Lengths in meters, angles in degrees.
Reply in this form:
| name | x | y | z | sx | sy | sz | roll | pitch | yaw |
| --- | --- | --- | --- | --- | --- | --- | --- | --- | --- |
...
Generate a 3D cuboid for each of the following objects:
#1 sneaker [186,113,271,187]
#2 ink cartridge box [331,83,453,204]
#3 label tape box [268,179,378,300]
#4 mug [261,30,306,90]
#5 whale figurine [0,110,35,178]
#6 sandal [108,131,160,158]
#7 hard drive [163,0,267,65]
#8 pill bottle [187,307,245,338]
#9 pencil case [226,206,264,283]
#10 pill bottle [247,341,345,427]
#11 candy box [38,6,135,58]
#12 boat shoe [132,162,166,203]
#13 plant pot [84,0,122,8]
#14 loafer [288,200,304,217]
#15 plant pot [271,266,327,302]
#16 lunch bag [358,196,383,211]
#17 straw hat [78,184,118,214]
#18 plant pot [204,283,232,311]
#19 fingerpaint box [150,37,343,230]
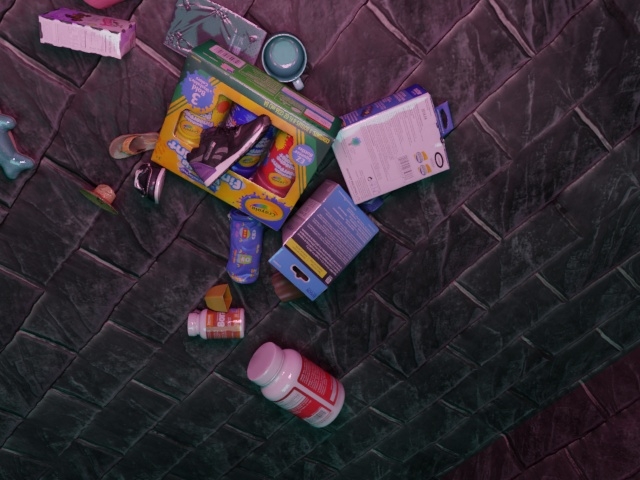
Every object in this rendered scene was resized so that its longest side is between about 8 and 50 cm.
| name | x | y | z | sx | sy | sz | roll | pitch | yaw |
| --- | --- | --- | --- | --- | --- | --- | --- | --- | --- |
| sneaker | -0.258 | -0.263 | 1.241 | 0.283 | 0.107 | 0.124 | -34 | 105 | 29 |
| ink cartridge box | 0.242 | -0.318 | 1.499 | 0.395 | 0.151 | 0.270 | -20 | 120 | 9 |
| label tape box | 0.000 | 0.000 | 1.618 | 0.347 | 0.115 | 0.249 | -47 | 120 | -4 |
| mug | -0.108 | -0.529 | 1.364 | 0.129 | 0.097 | 0.157 | 2 | 122 | -8 |
| whale figurine | -1.002 | -0.297 | 1.385 | 0.216 | 0.141 | 0.272 | -27 | 121 | 10 |
| sandal | -0.589 | -0.302 | 1.480 | 0.180 | 0.049 | 0.072 | -11 | 122 | 1 |
| hard drive | -0.300 | -0.584 | 1.334 | 0.255 | 0.054 | 0.172 | 20 | 117 | -17 |
| pill bottle | -0.410 | 0.331 | 1.847 | 0.216 | 0.121 | 0.121 | -1 | 122 | -6 |
| pencil case | -0.270 | 0.006 | 1.662 | 0.133 | 0.119 | 0.306 | 1 | 122 | -15 |
| pill bottle | -0.106 | 0.612 | 1.989 | 0.229 | 0.229 | 0.408 | -40 | 117 | 18 |
| candy box | -0.617 | -0.560 | 1.250 | 0.196 | 0.165 | 0.070 | 8 | 122 | -11 |
| boat shoe | -0.526 | -0.179 | 1.419 | 0.091 | 0.302 | 0.114 | 13 | 92 | -20 |
| plant pot | -0.533 | -0.694 | 1.174 | 0.180 | 0.201 | 0.201 | -21 | 123 | 26 |
| loafer | -0.146 | -0.118 | 1.622 | 0.220 | 0.080 | 0.078 | 24 | 116 | -19 |
| plant pot | -0.083 | 0.152 | 1.757 | 0.165 | 0.167 | 0.167 | -25 | 121 | 17 |
| lunch bag | 0.164 | -0.151 | 1.630 | 0.067 | 0.098 | 0.065 | -44 | 124 | -15 |
| straw hat | -0.721 | -0.151 | 1.549 | 0.144 | 0.144 | 0.061 | 40 | 69 | -25 |
| plant pot | -0.402 | 0.224 | 1.810 | 0.083 | 0.081 | 0.081 | -2 | 122 | 7 |
| fingerpaint box | -0.221 | -0.295 | 1.371 | 0.445 | 0.163 | 0.371 | 30 | 125 | -8 |
